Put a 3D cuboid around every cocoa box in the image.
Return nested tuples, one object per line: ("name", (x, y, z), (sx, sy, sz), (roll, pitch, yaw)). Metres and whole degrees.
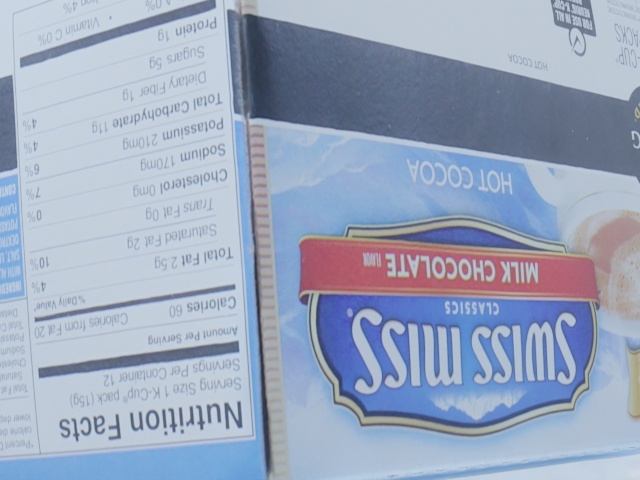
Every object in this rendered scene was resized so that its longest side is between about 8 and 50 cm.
("cocoa box", (0.000, 0.000, 0.694), (0.231, 0.347, 0.227), (-11, 80, 39))
